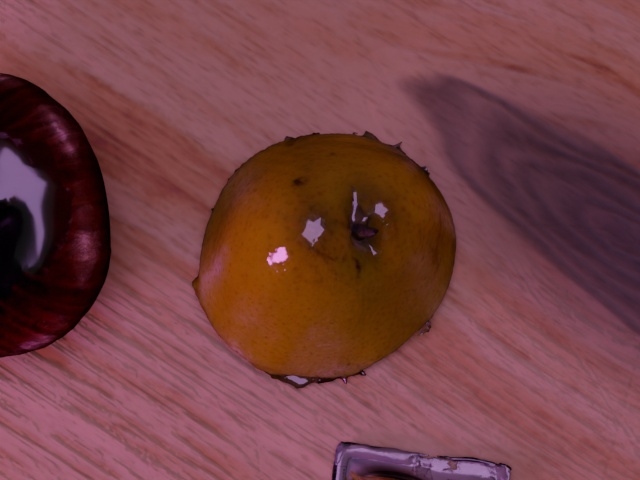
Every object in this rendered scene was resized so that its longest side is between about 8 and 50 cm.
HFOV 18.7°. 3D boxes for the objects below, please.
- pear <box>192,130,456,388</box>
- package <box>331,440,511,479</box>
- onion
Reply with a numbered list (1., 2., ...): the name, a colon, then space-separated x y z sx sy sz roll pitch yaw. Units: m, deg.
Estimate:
1. pear: 0.001 -0.002 1.833 0.267 0.178 0.266 -1 78 3
2. package: 0.089 0.287 1.860 0.171 0.027 0.173 7 78 2
3. onion: -0.326 -0.020 1.792 0.273 0.285 0.273 2 96 17
